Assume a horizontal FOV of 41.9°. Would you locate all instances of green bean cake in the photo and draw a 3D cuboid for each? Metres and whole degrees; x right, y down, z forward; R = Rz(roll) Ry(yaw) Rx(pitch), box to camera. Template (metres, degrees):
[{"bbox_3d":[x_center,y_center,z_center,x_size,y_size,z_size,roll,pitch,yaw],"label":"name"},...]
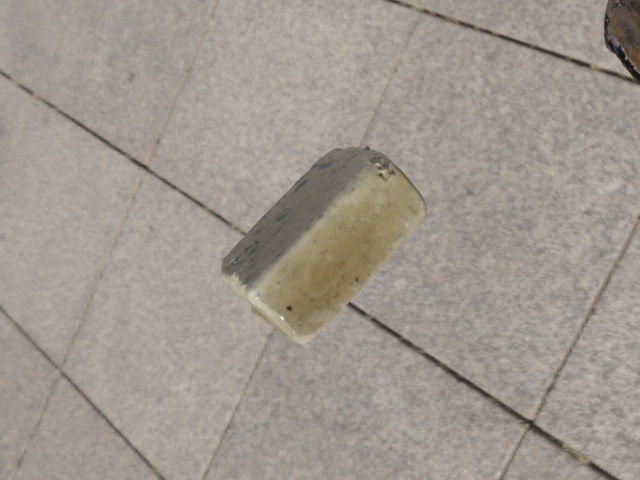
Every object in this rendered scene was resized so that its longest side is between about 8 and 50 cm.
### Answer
[{"bbox_3d":[0.000,0.000,0.765,0.179,0.085,0.109,-46,24,-8],"label":"green bean cake"}]

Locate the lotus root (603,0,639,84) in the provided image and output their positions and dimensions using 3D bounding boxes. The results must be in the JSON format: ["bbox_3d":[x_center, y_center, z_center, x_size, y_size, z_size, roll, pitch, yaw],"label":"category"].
[{"bbox_3d":[0.411,-0.170,0.812,0.167,0.078,0.329,-37,71,-5],"label":"lotus root"}]
